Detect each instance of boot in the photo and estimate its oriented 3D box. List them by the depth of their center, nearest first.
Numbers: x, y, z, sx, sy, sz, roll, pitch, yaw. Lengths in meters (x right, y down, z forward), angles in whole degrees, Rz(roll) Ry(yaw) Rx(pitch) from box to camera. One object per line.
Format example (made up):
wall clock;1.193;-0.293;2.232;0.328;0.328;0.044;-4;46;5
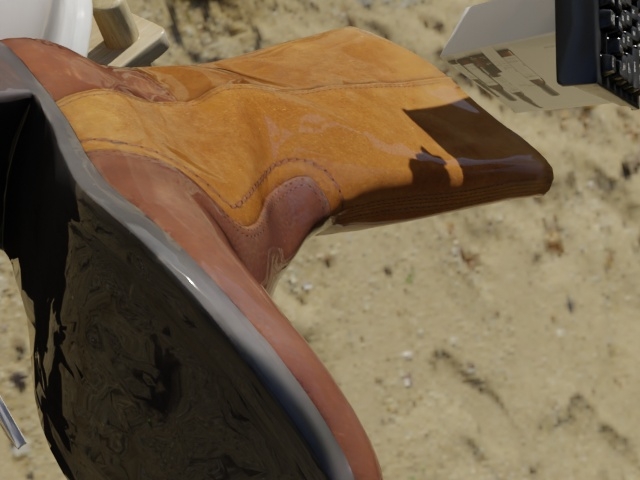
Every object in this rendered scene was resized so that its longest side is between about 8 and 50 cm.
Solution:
boot;0.000;0.000;0.478;0.280;0.264;0.096;-11;126;-46

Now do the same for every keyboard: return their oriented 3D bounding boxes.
keyboard;0.118;-0.152;0.516;0.108;0.023;0.180;6;82;-55

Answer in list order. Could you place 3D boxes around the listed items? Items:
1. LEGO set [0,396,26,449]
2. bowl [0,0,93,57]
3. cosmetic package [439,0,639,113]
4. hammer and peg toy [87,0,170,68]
LEGO set;-0.344;0.061;1.123;0.060;0.182;0.244;-33;114;-21
bowl;-0.204;-0.091;0.591;0.134;0.298;0.297;20;60;-32
cosmetic package;0.201;-0.158;0.996;0.099;0.239;0.060;31;81;-20
hammer and peg toy;-0.292;-0.212;1.274;0.361;0.266;0.127;-43;141;-25
